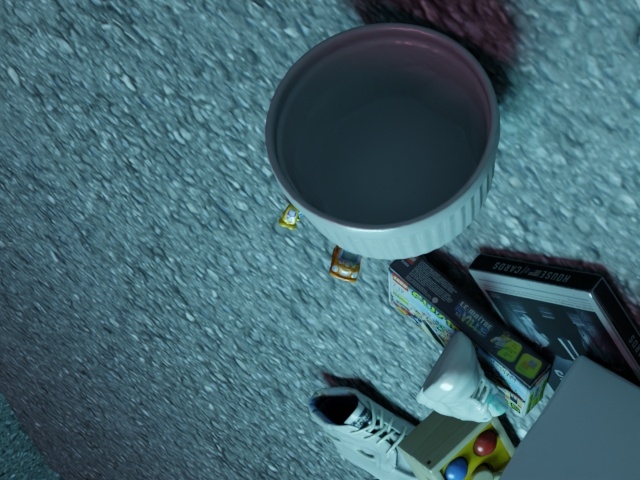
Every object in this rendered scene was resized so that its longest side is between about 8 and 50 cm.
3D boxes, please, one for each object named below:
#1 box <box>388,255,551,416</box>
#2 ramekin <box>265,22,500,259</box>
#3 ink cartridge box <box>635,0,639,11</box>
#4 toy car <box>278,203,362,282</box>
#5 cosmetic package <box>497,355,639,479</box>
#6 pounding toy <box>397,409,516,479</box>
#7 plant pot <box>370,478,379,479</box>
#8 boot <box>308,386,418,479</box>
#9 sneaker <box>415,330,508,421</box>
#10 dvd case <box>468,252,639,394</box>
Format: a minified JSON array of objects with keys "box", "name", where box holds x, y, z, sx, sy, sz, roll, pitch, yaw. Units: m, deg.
[{"box":[0.162,0.101,1.798,0.207,0.036,0.114,41,165,18],"name":"box"},{"box":[0.061,-0.081,1.456,0.207,0.207,0.109,31,165,22],"name":"ramekin"},{"box":[0.347,-0.107,1.056,0.207,0.117,0.283,15,147,46],"name":"ink cartridge box"},{"box":[0.000,0.000,1.890,0.122,0.060,0.040,29,124,9],"name":"toy car"},{"box":[0.284,0.331,1.779,0.161,0.230,0.453,29,161,18],"name":"cosmetic package"},{"box":[0.195,0.275,2.019,0.100,0.130,0.141,33,160,49],"name":"pounding toy"},{"box":[0.142,0.439,2.265,0.284,0.284,0.191,43,122,-8],"name":"plant pot"},{"box":[0.082,0.273,2.208,0.258,0.095,0.123,11,151,51],"name":"boot"},{"box":[0.163,0.159,1.761,0.094,0.080,0.212,32,171,6],"name":"sneaker"},{"box":[0.275,0.114,1.699,0.179,0.029,0.238,10,143,52],"name":"dvd case"}]
